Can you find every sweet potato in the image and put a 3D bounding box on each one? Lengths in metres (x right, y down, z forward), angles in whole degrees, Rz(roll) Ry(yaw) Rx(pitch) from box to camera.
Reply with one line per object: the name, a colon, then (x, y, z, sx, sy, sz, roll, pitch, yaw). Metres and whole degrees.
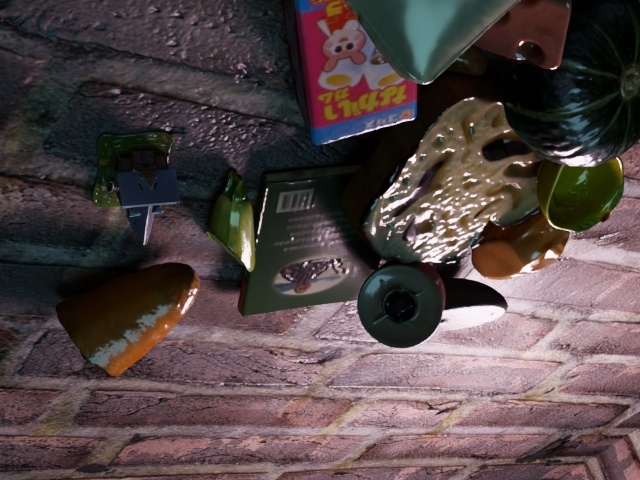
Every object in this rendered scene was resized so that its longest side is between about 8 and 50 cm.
sweet potato: (0.189, -0.271, 1.369, 0.117, 0.049, 0.049, 14, 135, -32)

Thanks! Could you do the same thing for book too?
book: (0.000, 0.000, 1.676, 0.260, 0.043, 0.371, -7, 143, -19)

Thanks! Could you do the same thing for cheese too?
cheese: (0.204, -0.318, 1.197, 0.177, 0.203, 0.128, -4, 149, 2)

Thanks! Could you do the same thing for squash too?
squash: (-0.145, -0.028, 1.533, 0.075, 0.090, 0.200, -21, 143, -18)
squash: (0.377, -0.232, 1.358, 0.252, 0.165, 0.252, -10, 109, -32)

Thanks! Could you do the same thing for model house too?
model house: (-0.267, -0.070, 1.393, 0.117, 0.088, 0.167, -5, 145, -22)

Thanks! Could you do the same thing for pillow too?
pillow: (0.152, -0.359, 1.044, 0.322, 0.120, 0.255, -39, 108, 5)

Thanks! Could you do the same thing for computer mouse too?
computer mouse: (0.242, 0.128, 1.946, 0.270, 0.086, 0.137, -9, 153, 1)

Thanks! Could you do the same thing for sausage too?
sausage: (0.360, 0.003, 1.745, 0.136, 0.120, 0.241, -36, -178, -23)

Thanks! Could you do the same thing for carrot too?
carrot: (-0.307, 0.111, 1.602, 0.225, 0.159, 0.159, -34, 146, 5)

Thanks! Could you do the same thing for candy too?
candy: (0.040, -0.267, 1.252, 0.157, 0.100, 0.306, -17, 146, -6)

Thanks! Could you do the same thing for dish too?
dish: (0.404, -0.097, 1.527, 0.149, 0.080, 0.208, -41, 141, 7)

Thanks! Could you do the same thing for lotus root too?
lotus root: (0.221, -0.114, 1.528, 0.390, 0.111, 0.375, -24, 147, -6)

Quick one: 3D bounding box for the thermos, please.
thermos: (0.154, 0.106, 1.737, 0.176, 0.146, 0.265, -64, 173, 11)
